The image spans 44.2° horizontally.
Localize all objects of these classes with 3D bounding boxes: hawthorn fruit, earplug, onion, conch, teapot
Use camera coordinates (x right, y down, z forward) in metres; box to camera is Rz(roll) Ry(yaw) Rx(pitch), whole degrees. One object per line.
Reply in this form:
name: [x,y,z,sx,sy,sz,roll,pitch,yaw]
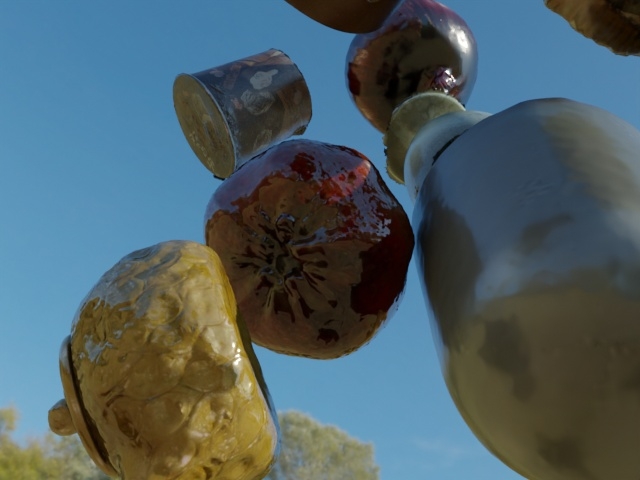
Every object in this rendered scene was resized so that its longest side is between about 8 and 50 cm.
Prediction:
hawthorn fruit: [0.000,0.000,0.944,0.254,0.300,0.254,4,-78,18]
earplug: [0.263,0.059,0.795,0.312,0.394,0.313,0,-64,1]
onion: [0.186,-0.303,1.458,0.273,0.285,0.273,-12,-56,-18]
conch: [0.354,-0.324,0.846,0.210,0.159,0.291,44,-4,-21]
teapot: [-0.135,0.106,0.627,0.167,0.311,0.203,-20,-55,-3]

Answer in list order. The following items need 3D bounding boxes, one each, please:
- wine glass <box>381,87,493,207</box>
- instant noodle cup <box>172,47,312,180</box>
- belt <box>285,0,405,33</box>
wine glass: [0.203,-0.116,1.192,0.190,0.357,0.190,-3,-73,-8]
instant noodle cup: [-0.146,-0.256,1.531,0.217,0.207,0.217,42,-31,32]
belt: [-0.022,-0.361,0.746,0.339,0.217,0.122,55,-41,3]
